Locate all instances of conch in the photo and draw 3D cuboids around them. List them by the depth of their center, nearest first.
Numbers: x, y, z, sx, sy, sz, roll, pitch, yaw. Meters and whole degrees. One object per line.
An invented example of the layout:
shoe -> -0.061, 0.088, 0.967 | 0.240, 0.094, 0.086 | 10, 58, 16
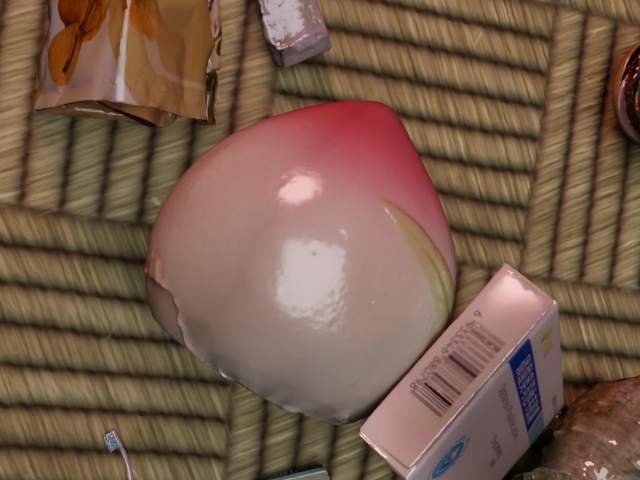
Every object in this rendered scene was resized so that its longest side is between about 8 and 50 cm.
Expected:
conch -> 0.343, 0.265, 0.936 | 0.292, 0.159, 0.210 | -19, 116, 9

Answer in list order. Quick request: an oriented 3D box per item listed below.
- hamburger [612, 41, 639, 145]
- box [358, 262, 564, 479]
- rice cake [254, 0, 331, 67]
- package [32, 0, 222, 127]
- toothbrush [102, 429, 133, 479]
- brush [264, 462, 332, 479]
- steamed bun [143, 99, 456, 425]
hamburger -> 0.426, -0.177, 0.948 | 0.175, 0.137, 0.175 | -1, 94, -18
box -> 0.161, 0.178, 0.810 | 0.065, 0.343, 0.200 | 38, 80, 29
rice cake -> -0.067, -0.369, 0.862 | 0.073, 0.056, 0.364 | -16, 95, -7
package -> -0.162, -0.272, 0.789 | 0.165, 0.221, 0.311 | 4, 91, -35
toothbrush -> -0.199, 0.281, 0.869 | 0.017, 0.014, 0.162 | -25, 97, -27
brush -> -0.075, 0.283, 0.894 | 0.179, 0.030, 0.033 | -13, 110, -3
steamed bun -> 0.000, 0.000, 0.766 | 0.310, 0.309, 0.309 | 0, 92, -14
